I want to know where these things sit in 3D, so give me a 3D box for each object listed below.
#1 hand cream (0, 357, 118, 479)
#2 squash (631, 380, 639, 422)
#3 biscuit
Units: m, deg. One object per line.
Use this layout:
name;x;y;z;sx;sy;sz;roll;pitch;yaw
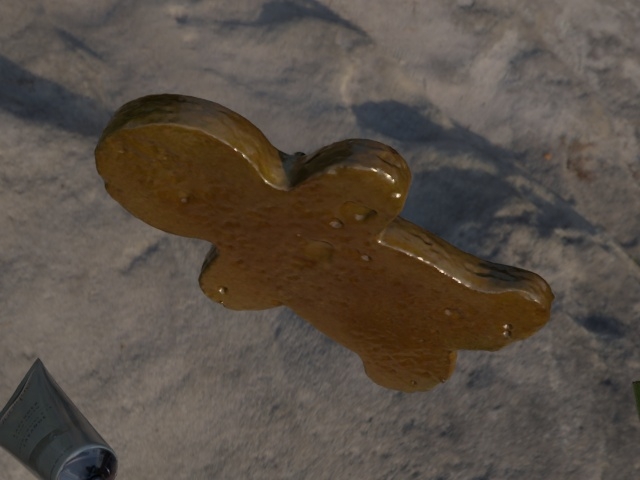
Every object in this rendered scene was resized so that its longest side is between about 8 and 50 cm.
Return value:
hand cream;-0.232;0.170;0.762;0.186;0.054;0.087;22;76;47
squash;0.587;0.315;1.533;0.105;0.105;0.132;11;73;-4
biscuit;0.000;0.000;0.565;0.301;0.197;0.049;30;48;-21
